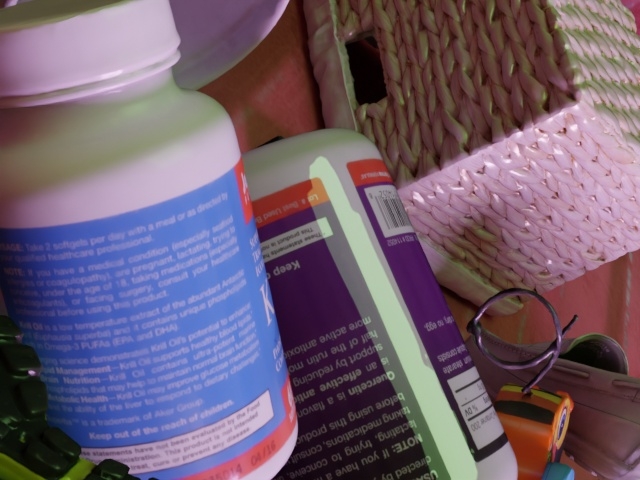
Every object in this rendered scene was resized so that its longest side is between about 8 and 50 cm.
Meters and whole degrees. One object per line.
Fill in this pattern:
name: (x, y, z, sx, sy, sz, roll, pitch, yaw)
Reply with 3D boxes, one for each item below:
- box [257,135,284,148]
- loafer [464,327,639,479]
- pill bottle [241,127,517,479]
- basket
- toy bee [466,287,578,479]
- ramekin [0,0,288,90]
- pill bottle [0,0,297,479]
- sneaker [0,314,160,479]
box: (0.000, 0.000, 1.024, 0.116, 0.029, 0.162, 30, 42, -49)
loafer: (0.238, 0.137, 1.087, 0.112, 0.111, 0.319, 30, 0, -29)
pill bottle: (0.012, 0.101, 0.777, 0.181, 0.182, 0.322, -10, 75, -63)
basket: (0.186, -0.147, 1.241, 0.331, 0.266, 0.328, 30, 42, -46)
toy bee: (0.169, 0.184, 0.935, 0.195, 0.298, 0.162, 33, 20, 15)
ramekin: (-0.131, -0.183, 0.767, 0.207, 0.207, 0.109, 13, 44, -58)
pill bottle: (-0.088, 0.004, 0.525, 0.124, 0.124, 0.221, -54, 137, -62)
sneaker: (-0.159, 0.120, 0.443, 0.343, 0.146, 0.134, 40, 26, 16)
